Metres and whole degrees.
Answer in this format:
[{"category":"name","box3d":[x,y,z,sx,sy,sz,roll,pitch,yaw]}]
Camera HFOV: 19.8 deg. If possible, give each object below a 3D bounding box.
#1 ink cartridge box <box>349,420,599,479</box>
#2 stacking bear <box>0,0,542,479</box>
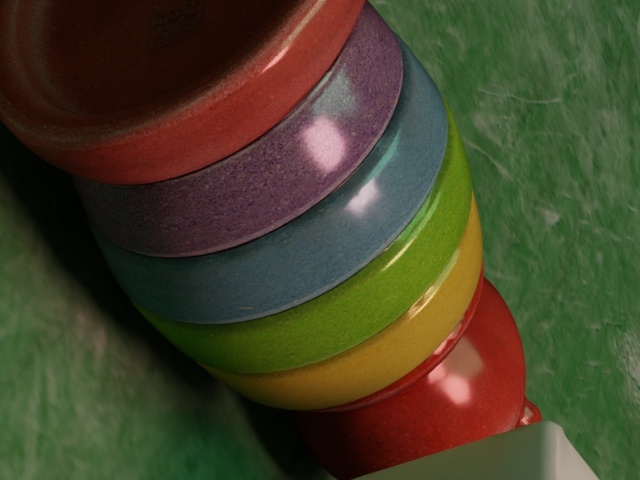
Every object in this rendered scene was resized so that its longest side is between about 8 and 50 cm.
[{"category":"ink cartridge box","box3d":[0.075,0.310,0.665,0.285,0.166,0.395,52,30,-33]},{"category":"stacking bear","box3d":[0.000,0.000,0.780,0.164,0.175,0.289,-87,153,-45]}]
